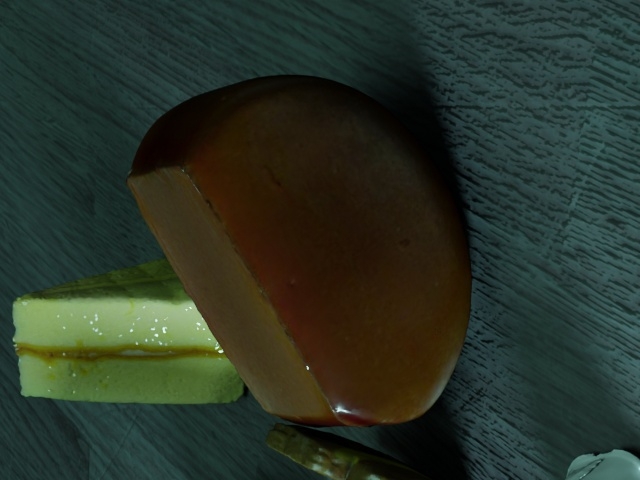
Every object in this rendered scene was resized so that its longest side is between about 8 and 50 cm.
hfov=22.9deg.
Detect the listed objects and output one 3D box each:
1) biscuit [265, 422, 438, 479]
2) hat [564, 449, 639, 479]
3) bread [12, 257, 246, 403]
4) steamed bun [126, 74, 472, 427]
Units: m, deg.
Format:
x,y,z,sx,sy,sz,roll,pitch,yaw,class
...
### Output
x,y,z,sx,sy,sz,roll,pitch,yaw,class
0.059,0.240,1.648,0.041,0.208,0.290,-68,23,-4,biscuit
0.234,0.299,1.432,0.203,0.126,0.203,31,129,50,hat
-0.241,0.139,2.026,0.163,0.264,0.167,34,133,52,bread
0.000,0.000,1.595,0.379,0.248,0.235,58,156,-11,steamed bun
